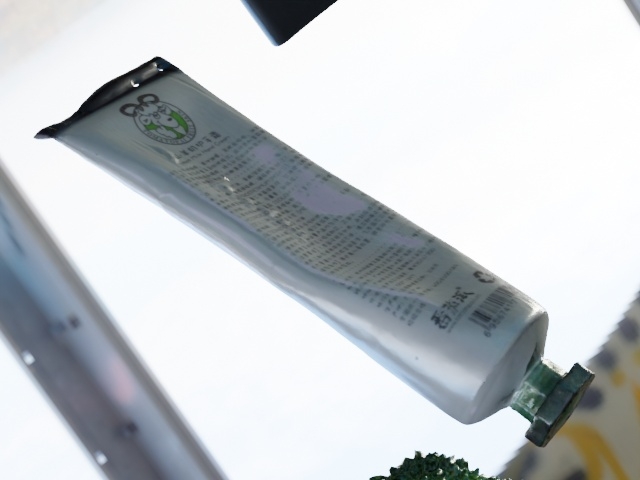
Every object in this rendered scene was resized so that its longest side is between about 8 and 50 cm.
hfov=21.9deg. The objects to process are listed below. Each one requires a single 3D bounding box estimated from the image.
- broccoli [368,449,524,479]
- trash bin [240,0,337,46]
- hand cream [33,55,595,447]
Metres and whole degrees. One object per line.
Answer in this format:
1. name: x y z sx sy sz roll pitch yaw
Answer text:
1. broccoli: 0.070 0.262 0.967 0.295 0.245 0.265 -22 -138 8
2. trash bin: -0.049 -0.322 1.517 0.165 0.225 0.115 -35 -148 8
3. hand cream: 0.000 0.000 0.924 0.121 0.336 0.076 -34 153 -51
